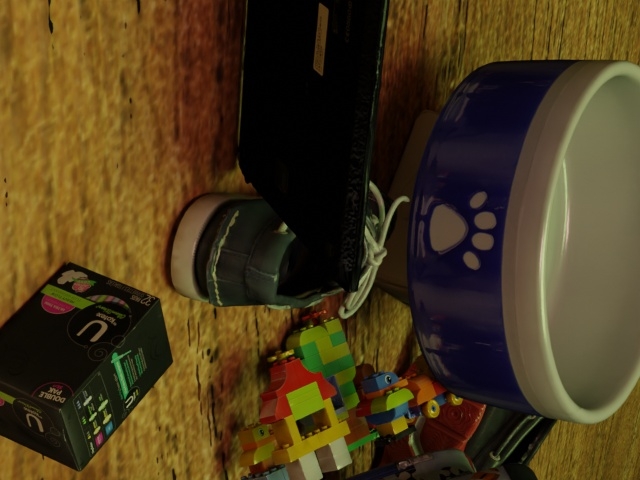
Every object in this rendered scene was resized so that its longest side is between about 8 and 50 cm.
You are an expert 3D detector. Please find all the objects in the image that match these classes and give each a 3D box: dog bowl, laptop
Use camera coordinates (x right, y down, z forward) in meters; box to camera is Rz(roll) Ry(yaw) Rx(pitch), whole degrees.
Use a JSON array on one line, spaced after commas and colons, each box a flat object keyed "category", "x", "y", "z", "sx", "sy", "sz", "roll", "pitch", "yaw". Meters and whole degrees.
[{"category": "dog bowl", "x": 0.172, "y": -0.002, "z": 0.939, "sx": 0.265, "sy": 0.104, "sz": 0.265, "roll": -14, "pitch": 107, "yaw": -55}, {"category": "laptop", "x": 0.030, "y": -0.138, "z": 0.733, "sx": 0.136, "sy": 0.264, "sz": 0.234, "roll": -7, "pitch": 118, "yaw": -23}]

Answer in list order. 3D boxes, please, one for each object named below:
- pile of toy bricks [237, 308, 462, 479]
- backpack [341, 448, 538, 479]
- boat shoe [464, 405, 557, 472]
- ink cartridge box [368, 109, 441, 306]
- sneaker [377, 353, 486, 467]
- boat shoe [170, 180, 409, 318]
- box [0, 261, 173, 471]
[{"category": "pile of toy bricks", "x": 0.007, "y": 0.102, "z": 0.925, "sx": 0.212, "sy": 0.118, "sz": 0.105, "roll": -17, "pitch": 87, "yaw": -48}, {"category": "backpack", "x": 0.062, "y": 0.303, "z": 0.986, "sx": 0.263, "sy": 0.213, "sz": 0.276, "roll": -14, "pitch": 115, "yaw": -20}, {"category": "boat shoe", "x": 0.152, "y": 0.297, "z": 1.311, "sx": 0.340, "sy": 0.113, "sz": 0.127, "roll": -60, "pitch": 153, "yaw": -23}, {"category": "ink cartridge box", "x": 0.127, "y": -0.005, "z": 1.084, "sx": 0.203, "sy": 0.086, "sz": 0.148, "roll": 32, "pitch": 77, "yaw": -64}, {"category": "sneaker", "x": 0.109, "y": 0.179, "z": 1.206, "sx": 0.221, "sy": 0.087, "sz": 0.128, "roll": -65, "pitch": 166, "yaw": 15}, {"category": "boat shoe", "x": 0.000, "y": 0.000, "z": 0.836, "sx": 0.254, "sy": 0.079, "sz": 0.095, "roll": -3, "pitch": 108, "yaw": -64}, {"category": "box", "x": -0.125, "y": 0.063, "z": 0.642, "sx": 0.083, "sy": 0.062, "sz": 0.052, "roll": -51, "pitch": 149, "yaw": -37}]
